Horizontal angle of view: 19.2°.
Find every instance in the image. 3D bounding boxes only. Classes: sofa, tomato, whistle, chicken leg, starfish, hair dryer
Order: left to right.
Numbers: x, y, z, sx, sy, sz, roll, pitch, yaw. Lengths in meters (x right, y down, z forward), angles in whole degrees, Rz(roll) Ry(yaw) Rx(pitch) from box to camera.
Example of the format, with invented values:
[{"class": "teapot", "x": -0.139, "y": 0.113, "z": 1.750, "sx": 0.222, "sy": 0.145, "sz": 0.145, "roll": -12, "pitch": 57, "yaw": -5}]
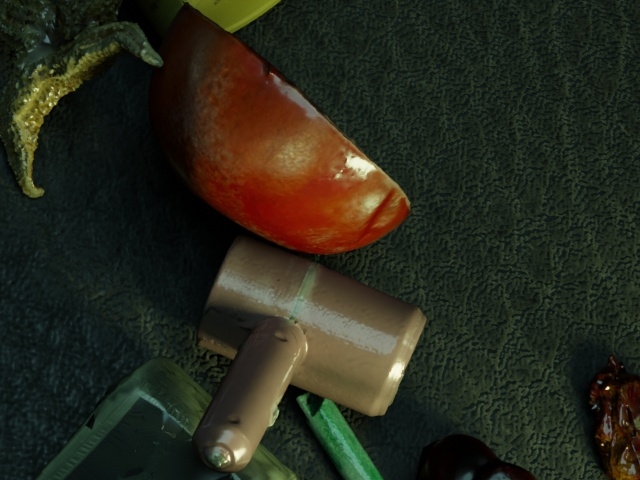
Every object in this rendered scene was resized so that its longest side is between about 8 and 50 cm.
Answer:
[{"class": "starfish", "x": -0.247, "y": -0.240, "z": 1.940, "sx": 0.084, "sy": 0.293, "sz": 0.302, "roll": 9, "pitch": 60, "yaw": -41}, {"class": "sofa", "x": -0.169, "y": 0.253, "z": 1.856, "sx": 0.210, "sy": 0.176, "sz": 0.225, "roll": 40, "pitch": 93, "yaw": 3}, {"class": "tomato", "x": -0.062, "y": -0.085, "z": 1.917, "sx": 0.338, "sy": 0.338, "sz": 0.144, "roll": 40, "pitch": 90, "yaw": 3}, {"class": "hair dryer", "x": -0.035, "y": 0.137, "z": 1.826, "sx": 0.210, "sy": 0.125, "sz": 0.352, "roll": 23, "pitch": 29, "yaw": 3}, {"class": "whistle", "x": 0.036, "y": 0.234, "z": 1.941, "sx": 0.039, "sy": 0.039, "sz": 0.186, "roll": -29, "pitch": 77, "yaw": -23}, {"class": "chicken leg", "x": 0.342, "y": 0.226, "z": 2.020, "sx": 0.089, "sy": 0.048, "sz": 0.219, "roll": -10, "pitch": 71, "yaw": -15}]

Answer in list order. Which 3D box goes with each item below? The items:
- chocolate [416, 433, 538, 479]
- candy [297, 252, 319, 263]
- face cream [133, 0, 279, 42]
[{"class": "chocolate", "x": 0.152, "y": 0.256, "z": 1.923, "sx": 0.148, "sy": 0.080, "sz": 0.125, "roll": 36, "pitch": 69, "yaw": 17}, {"class": "candy", "x": 0.000, "y": 0.000, "z": 2.040, "sx": 0.025, "sy": 0.023, "sz": 0.083, "roll": 29, "pitch": 54, "yaw": 7}, {"class": "face cream", "x": -0.126, "y": -0.337, "z": 2.031, "sx": 0.218, "sy": 0.218, "sz": 0.179, "roll": -30, "pitch": 80, "yaw": -24}]
